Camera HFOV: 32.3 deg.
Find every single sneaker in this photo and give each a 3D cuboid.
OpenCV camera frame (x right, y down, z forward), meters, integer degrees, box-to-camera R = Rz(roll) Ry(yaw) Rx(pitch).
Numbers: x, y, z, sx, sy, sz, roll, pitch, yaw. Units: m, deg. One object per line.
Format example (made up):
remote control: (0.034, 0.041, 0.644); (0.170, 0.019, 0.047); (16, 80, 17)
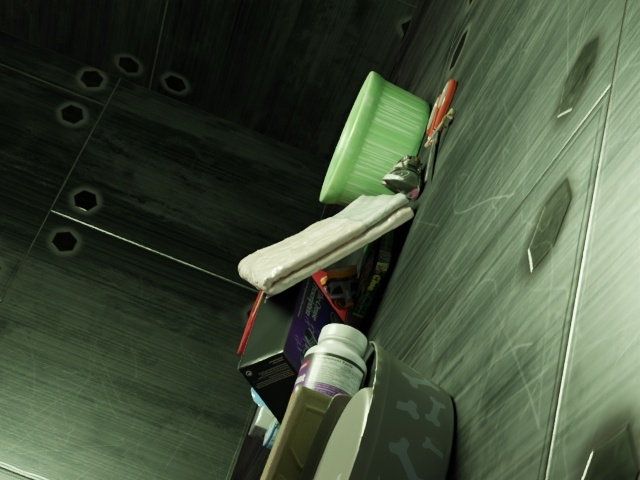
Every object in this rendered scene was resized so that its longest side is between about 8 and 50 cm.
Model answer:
sneaker: (0.047, 0.108, 2.311); (0.215, 0.084, 0.083); (69, -171, -80)
sneaker: (0.161, -0.128, 2.089); (0.077, 0.072, 0.178); (-58, 9, -1)

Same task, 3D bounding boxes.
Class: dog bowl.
dog bowl: (0.040, 0.288, 1.200); (0.349, 0.102, 0.349); (-159, 90, -86)

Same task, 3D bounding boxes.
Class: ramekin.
ramekin: (0.121, -0.199, 2.403); (0.303, 0.148, 0.303); (-159, 90, -86)

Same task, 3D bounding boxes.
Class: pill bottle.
pill bottle: (0.014, 0.237, 1.795); (0.108, 0.108, 0.193); (117, 173, -57)

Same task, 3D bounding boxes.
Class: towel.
towel: (0.000, 0.000, 2.115); (0.317, 0.053, 0.332); (-29, 8, -8)

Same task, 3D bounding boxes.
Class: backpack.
backpack: (-0.070, 0.402, 2.239); (0.105, 0.084, 0.114); (128, 161, -82)

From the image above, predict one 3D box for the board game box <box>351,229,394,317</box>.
board game box: (0.110, 0.031, 2.195); (0.259, 0.030, 0.136); (-75, 6, -60)

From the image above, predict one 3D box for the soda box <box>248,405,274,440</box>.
soda box: (-0.080, 0.341, 2.652); (0.098, 0.091, 0.286); (120, 171, -63)

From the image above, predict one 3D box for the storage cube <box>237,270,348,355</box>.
storage cube: (-0.054, 0.171, 2.481); (0.215, 0.193, 0.183); (-74, 7, -63)

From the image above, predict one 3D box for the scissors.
scissors: (0.212, -0.187, 2.078); (0.109, 0.021, 0.297); (120, 170, -50)

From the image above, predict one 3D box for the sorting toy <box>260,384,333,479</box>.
sorting toy: (-0.031, 0.349, 1.421); (0.229, 0.041, 0.307); (32, -103, -53)

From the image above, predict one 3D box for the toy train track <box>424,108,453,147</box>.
toy train track: (0.217, -0.201, 1.998); (0.083, 0.014, 0.048); (-53, -9, 0)

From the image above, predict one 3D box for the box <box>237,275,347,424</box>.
box: (-0.038, 0.205, 2.024); (0.103, 0.184, 0.261); (-22, 26, 22)

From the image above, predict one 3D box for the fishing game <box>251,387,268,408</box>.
fishing game: (-0.070, 0.261, 2.257); (0.189, 0.041, 0.264); (-43, 33, -1)
